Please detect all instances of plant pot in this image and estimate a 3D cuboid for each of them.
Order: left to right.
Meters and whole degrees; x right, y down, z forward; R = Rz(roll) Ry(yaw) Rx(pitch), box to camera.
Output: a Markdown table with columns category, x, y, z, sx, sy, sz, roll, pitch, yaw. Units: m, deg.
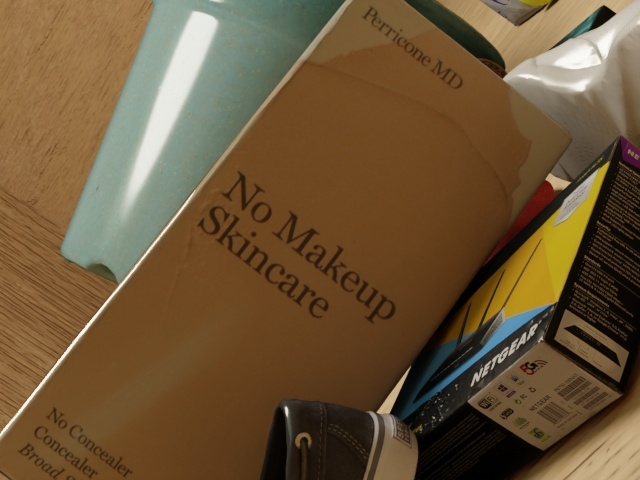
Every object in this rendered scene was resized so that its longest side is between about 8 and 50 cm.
| category | x | y | z | sx | sy | sz | roll | pitch | yaw |
| --- | --- | --- | --- | --- | --- | --- | --- | --- | --- |
| plant pot | -0.055 | -0.081 | 1.365 | 0.334 | 0.341 | 0.341 | -64 | 7 | -4 |

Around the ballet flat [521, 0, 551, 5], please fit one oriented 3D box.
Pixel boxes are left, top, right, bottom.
| category | x | y | z | sx | sy | sz | roll | pitch | yaw |
| --- | --- | --- | --- | --- | --- | --- | --- | --- | --- |
| ballet flat | 0.211 | -0.300 | 1.305 | 0.077 | 0.077 | 0.231 | -46 | -16 | -52 |

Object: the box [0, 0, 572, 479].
| category | x | y | z | sx | sy | sz | roll | pitch | yaw |
| --- | --- | --- | --- | --- | --- | --- | --- | --- | --- |
| box | -0.022 | 0.031 | 0.779 | 0.311 | 0.148 | 0.121 | -54 | 3 | -14 |

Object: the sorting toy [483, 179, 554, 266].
| category | x | y | z | sx | sy | sz | roll | pitch | yaw |
| --- | --- | --- | --- | --- | --- | --- | --- | --- | --- |
| sorting toy | 0.031 | -0.035 | 1.026 | 0.127 | 0.126 | 0.365 | -58 | 15 | 1 |

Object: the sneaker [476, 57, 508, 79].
| category | x | y | z | sx | sy | sz | roll | pitch | yaw |
| --- | --- | --- | --- | --- | --- | --- | --- | --- | --- |
| sneaker | 0.091 | -0.070 | 1.249 | 0.188 | 0.066 | 0.071 | -57 | 5 | -13 |

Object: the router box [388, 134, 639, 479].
| category | x | y | z | sx | sy | sz | roll | pitch | yaw |
| --- | --- | --- | --- | --- | --- | --- | --- | --- | --- |
| router box | 0.092 | 0.050 | 0.702 | 0.179 | 0.046 | 0.133 | -49 | 9 | 49 |

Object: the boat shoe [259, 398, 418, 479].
| category | x | y | z | sx | sy | sz | roll | pitch | yaw |
| --- | --- | --- | --- | --- | --- | --- | --- | --- | --- |
| boat shoe | -0.029 | 0.177 | 0.660 | 0.080 | 0.076 | 0.228 | -142 | 74 | -76 |

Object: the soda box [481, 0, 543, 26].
| category | x | y | z | sx | sy | sz | roll | pitch | yaw |
| --- | --- | --- | --- | --- | --- | --- | --- | --- | --- |
| soda box | 0.241 | -0.359 | 1.467 | 0.286 | 0.098 | 0.091 | -56 | 6 | -9 |

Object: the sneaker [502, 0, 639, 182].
| category | x | y | z | sx | sy | sz | roll | pitch | yaw |
| --- | --- | --- | --- | --- | --- | --- | --- | --- | --- |
| sneaker | 0.172 | -0.094 | 0.793 | 0.094 | 0.080 | 0.212 | -46 | 9 | -22 |

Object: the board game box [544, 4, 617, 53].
| category | x | y | z | sx | sy | sz | roll | pitch | yaw |
| --- | --- | --- | --- | --- | --- | --- | --- | --- | --- |
| board game box | 0.146 | -0.084 | 1.082 | 0.126 | 0.026 | 0.186 | -58 | 7 | -21 |
